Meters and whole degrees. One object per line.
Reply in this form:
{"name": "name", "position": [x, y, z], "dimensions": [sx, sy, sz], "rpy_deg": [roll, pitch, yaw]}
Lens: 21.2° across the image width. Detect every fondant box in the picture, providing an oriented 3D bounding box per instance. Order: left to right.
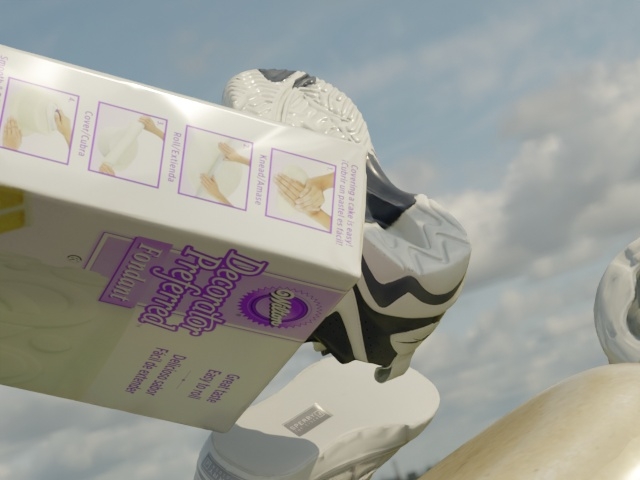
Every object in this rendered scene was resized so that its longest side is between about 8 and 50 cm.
{"name": "fondant box", "position": [-0.168, -0.001, 1.021], "dimensions": [0.330, 0.096, 0.238], "rpy_deg": [13, -32, -17]}

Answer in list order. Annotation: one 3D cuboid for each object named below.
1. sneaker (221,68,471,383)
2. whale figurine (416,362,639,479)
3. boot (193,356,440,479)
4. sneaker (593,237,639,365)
{"name": "sneaker", "position": [0.000, 0.000, 1.155], "dimensions": [0.094, 0.235, 0.153], "rpy_deg": [-23, -37, -38]}
{"name": "whale figurine", "position": [0.056, 0.149, 0.564], "dimensions": [0.216, 0.141, 0.272], "rpy_deg": [-34, -7, -33]}
{"name": "boot", "position": [-0.014, 0.174, 1.283], "dimensions": [0.258, 0.095, 0.123], "rpy_deg": [-16, -45, -50]}
{"name": "sneaker", "position": [0.229, 0.015, 0.773], "dimensions": [0.232, 0.090, 0.115], "rpy_deg": [-17, -22, -3]}
